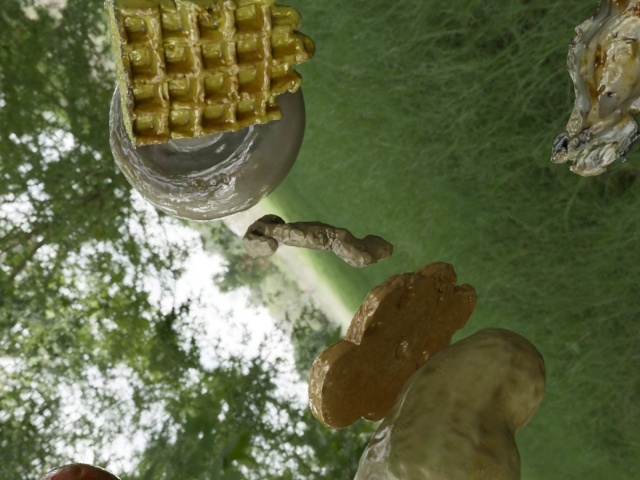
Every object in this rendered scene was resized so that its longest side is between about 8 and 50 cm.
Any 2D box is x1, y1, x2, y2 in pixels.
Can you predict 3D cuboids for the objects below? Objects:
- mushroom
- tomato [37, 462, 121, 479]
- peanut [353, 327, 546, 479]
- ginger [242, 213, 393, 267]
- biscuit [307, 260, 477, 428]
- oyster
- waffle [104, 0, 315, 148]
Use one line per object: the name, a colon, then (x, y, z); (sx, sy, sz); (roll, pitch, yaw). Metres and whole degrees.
mushroom: (-0.208, -0.219, 1.183); (0.362, 0.362, 0.294); (53, -178, 19)
tomato: (-0.514, 0.586, 1.431); (0.232, 0.188, 0.232); (37, -133, -53)
peanut: (0.179, 0.264, 0.897); (0.192, 0.387, 0.170); (8, 137, 40)
ginger: (-0.009, -0.005, 1.094); (0.149, 0.258, 0.065); (38, 122, 57)
biscuit: (0.125, 0.164, 1.107); (0.051, 0.375, 0.270); (32, 136, 40)
oyster: (0.472, -0.244, 1.049); (0.197, 0.337, 0.133); (16, -150, 12)
waffle: (-0.104, -0.190, 0.701); (0.161, 0.210, 0.055); (94, 154, -44)
